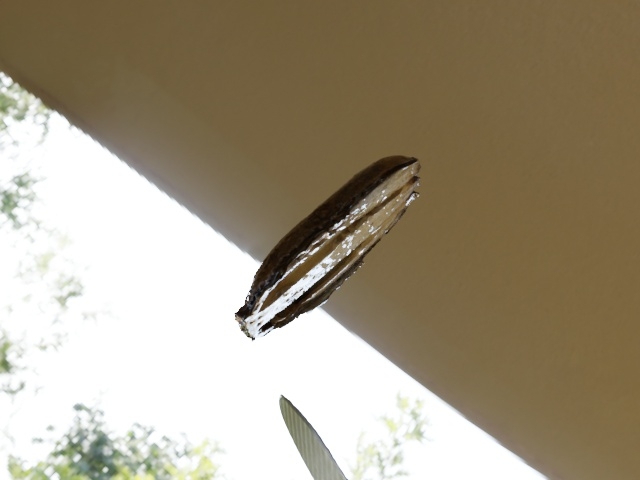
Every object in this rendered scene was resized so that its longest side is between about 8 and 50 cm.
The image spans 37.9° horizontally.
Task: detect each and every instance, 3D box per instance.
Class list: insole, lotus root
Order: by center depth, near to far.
[{"bbox_3d":[0.031,0.207,0.656,0.253,0.005,0.086,52,-22,33],"label":"insole"},{"bbox_3d":[-0.001,0.000,1.192,0.078,0.329,0.167,36,-33,23],"label":"lotus root"}]
